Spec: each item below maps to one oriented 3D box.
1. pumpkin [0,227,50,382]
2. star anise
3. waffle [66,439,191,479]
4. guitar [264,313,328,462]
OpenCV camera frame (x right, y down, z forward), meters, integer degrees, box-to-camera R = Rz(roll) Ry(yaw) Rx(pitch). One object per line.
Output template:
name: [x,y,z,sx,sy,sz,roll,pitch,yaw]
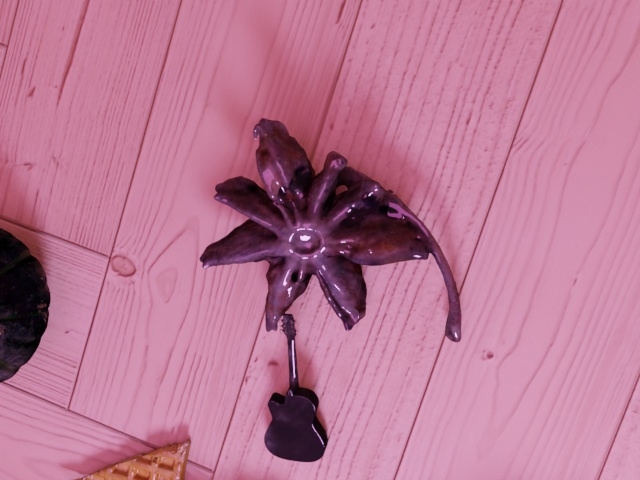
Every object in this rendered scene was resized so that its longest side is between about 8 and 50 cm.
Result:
pumpkin: [-0.512,0.094,1.126,0.250,0.216,0.250,3,82,-18]
star anise: [0.000,0.000,1.045,0.316,0.139,0.359,-14,107,21]
waffle: [-0.293,0.331,1.177,0.191,0.032,0.125,13,99,10]
guitar: [-0.038,0.203,1.075,0.088,0.025,0.233,4,115,14]
